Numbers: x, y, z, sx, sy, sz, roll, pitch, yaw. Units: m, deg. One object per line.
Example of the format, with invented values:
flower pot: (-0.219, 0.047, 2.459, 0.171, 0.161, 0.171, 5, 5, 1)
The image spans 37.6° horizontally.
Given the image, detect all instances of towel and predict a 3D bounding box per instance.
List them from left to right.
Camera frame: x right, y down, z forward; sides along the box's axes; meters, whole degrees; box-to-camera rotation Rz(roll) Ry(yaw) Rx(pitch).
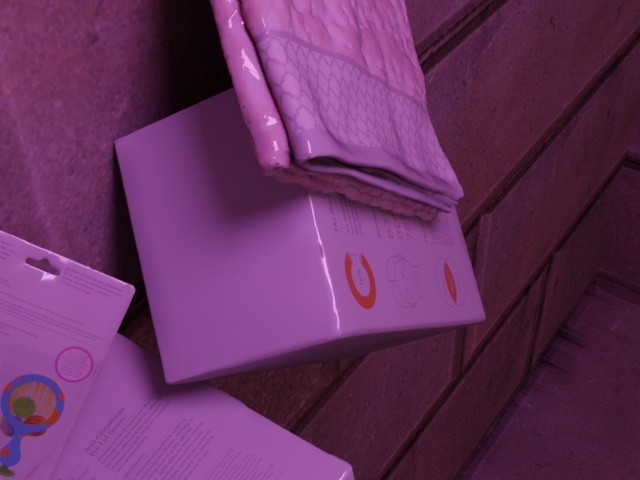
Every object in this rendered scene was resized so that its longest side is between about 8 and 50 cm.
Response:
towel: (0.012, -0.182, 0.775, 0.332, 0.053, 0.316, 8, 64, -63)

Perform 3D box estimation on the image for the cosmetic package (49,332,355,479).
cosmetic package: (-0.189, 0.275, 0.736, 0.377, 0.285, 0.097, -50, 152, -27)

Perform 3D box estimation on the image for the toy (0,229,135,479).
toy: (-0.251, 0.114, 0.705, 0.237, 0.137, 0.056, -66, -166, -2)

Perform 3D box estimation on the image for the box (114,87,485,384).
box: (0.000, 0.000, 0.876, 0.345, 0.168, 0.214, 7, 67, -62)
